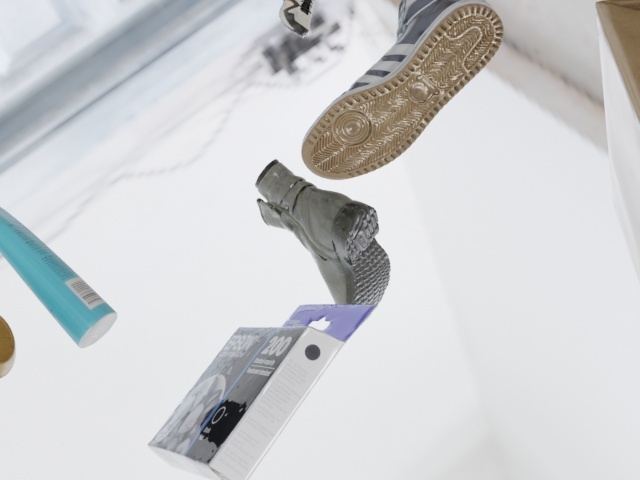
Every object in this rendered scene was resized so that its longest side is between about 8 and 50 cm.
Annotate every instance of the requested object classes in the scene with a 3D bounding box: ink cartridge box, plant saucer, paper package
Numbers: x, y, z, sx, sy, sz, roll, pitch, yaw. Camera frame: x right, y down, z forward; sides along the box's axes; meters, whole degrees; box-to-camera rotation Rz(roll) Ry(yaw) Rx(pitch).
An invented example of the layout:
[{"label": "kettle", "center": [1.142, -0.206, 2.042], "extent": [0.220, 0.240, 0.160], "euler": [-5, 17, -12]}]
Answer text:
[{"label": "ink cartridge box", "center": [-0.058, 0.127, 1.438], "extent": [0.045, 0.208, 0.206], "euler": [42, 164, -14]}, {"label": "plant saucer", "center": [-0.338, 0.100, 1.580], "extent": [0.015, 0.083, 0.083], "euler": [-28, 102, 33]}, {"label": "paper package", "center": [0.408, -0.062, 1.625], "extent": [0.325, 0.168, 0.309], "euler": [73, -176, -46]}]

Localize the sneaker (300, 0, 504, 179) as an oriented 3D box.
[{"label": "sneaker", "center": [0.090, -0.193, 1.831], "extent": [0.099, 0.282, 0.153], "euler": [43, -164, -23]}]

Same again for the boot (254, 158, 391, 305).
[{"label": "boot", "center": [0.000, 0.000, 1.987], "extent": [0.161, 0.083, 0.246], "euler": [29, 150, 26]}]

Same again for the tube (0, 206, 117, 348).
[{"label": "tube", "center": [-0.296, 0.022, 1.616], "extent": [0.207, 0.052, 0.080], "euler": [45, 179, 14]}]

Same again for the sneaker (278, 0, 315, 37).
[{"label": "sneaker", "center": [-0.026, -0.296, 1.946], "extent": [0.040, 0.044, 0.109], "euler": [34, -148, -32]}]
